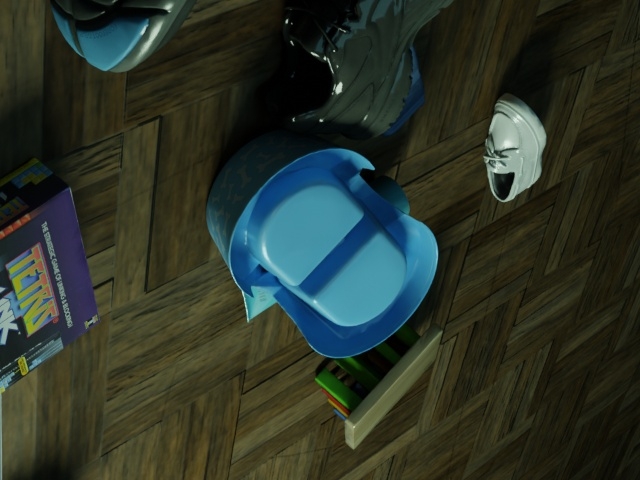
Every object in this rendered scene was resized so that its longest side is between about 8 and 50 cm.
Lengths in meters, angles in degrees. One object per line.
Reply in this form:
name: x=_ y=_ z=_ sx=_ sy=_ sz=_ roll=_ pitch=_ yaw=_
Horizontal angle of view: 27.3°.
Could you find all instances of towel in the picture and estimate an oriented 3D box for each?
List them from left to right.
towel: x=0.069 y=-0.157 z=1.300 sx=0.067 sy=0.029 sz=0.119 roll=-46 pitch=152 yaw=-14

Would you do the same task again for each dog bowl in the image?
dog bowl: x=0.000 y=0.000 z=1.271 sx=0.166 sy=0.074 sz=0.297 roll=-47 pitch=141 yaw=0

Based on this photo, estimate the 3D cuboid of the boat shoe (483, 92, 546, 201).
boat shoe: x=0.222 y=-0.105 z=1.562 sx=0.063 sy=0.066 sz=0.184 roll=-47 pitch=161 yaw=-14

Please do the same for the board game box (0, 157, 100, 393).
board game box: x=-0.249 y=0.040 z=1.024 sx=0.141 sy=0.048 sz=0.170 roll=-37 pitch=148 yaw=-26

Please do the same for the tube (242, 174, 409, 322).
tube: x=-0.001 y=0.003 z=1.364 sx=0.207 sy=0.052 sz=0.080 roll=-33 pitch=135 yaw=-23

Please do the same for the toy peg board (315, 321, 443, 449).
toy peg board: x=0.066 y=0.161 z=1.625 sx=0.161 sy=0.079 sz=0.160 roll=-46 pitch=167 yaw=-12

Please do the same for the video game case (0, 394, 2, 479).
video game case: x=-0.355 y=0.226 z=1.100 sx=0.201 sy=0.023 sz=0.183 roll=-29 pitch=144 yaw=-38

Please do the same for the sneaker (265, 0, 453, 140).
sneaker: x=0.038 y=-0.207 z=1.127 sx=0.130 sy=0.109 sz=0.286 roll=-11 pitch=129 yaw=-44

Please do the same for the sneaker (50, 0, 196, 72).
sneaker: x=-0.060 y=-0.256 z=0.813 sx=0.140 sy=0.125 sz=0.340 roll=-13 pitch=136 yaw=-57
